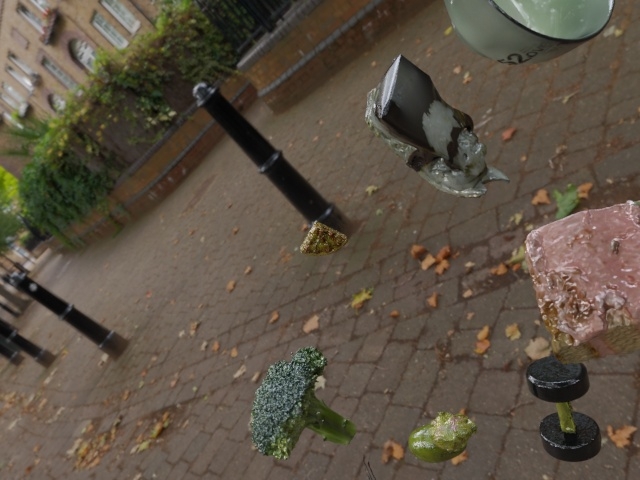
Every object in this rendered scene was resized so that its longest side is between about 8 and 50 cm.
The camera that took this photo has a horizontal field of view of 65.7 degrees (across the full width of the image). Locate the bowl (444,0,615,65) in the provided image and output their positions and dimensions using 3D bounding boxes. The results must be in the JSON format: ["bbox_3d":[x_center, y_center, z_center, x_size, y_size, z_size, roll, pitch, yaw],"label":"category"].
[{"bbox_3d":[0.390,-0.502,1.018,0.354,0.353,0.185,-56,6,-24],"label":"bowl"}]

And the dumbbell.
[{"bbox_3d":[0.869,0.596,1.771,0.203,0.323,0.204,-17,13,4],"label":"dumbbell"}]

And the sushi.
[{"bbox_3d":[0.186,-0.162,0.830,0.109,0.272,0.134,-25,37,58],"label":"sushi"}]

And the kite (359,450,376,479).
[{"bbox_3d":[0.149,0.645,1.244,0.016,0.127,0.229,-29,51,10],"label":"kite"}]

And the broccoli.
[{"bbox_3d":[-0.068,0.626,1.714,0.353,0.397,0.275,-24,24,-10],"label":"broccoli"}]

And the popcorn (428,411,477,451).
[{"bbox_3d":[0.323,0.470,1.218,0.109,0.097,0.089,-29,42,-9],"label":"popcorn"}]

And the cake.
[{"bbox_3d":[0.676,0.106,1.182,0.306,0.293,0.314,-20,55,28],"label":"cake"}]

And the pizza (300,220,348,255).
[{"bbox_3d":[0.000,0.001,1.708,0.175,0.134,0.046,-23,31,15],"label":"pizza"}]

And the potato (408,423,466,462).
[{"bbox_3d":[0.470,0.813,1.996,0.253,0.186,0.149,-42,55,38],"label":"potato"}]
